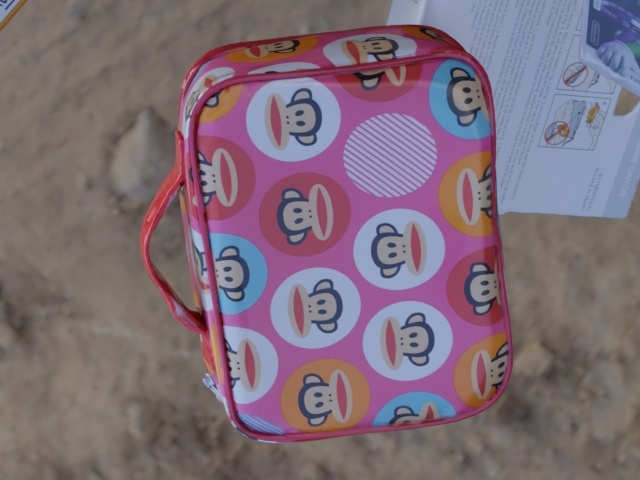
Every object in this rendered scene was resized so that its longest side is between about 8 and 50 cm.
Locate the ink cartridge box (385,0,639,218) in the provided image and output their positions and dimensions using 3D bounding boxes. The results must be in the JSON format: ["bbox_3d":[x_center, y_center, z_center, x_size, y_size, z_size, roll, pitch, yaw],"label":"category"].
[{"bbox_3d":[0.166,-0.150,1.541,0.060,0.239,0.275,53,135,52],"label":"ink cartridge box"}]

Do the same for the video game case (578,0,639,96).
[{"bbox_3d":[0.248,-0.141,1.304,0.173,0.022,0.190,34,155,23],"label":"video game case"}]

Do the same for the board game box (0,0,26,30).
[{"bbox_3d":[-0.262,-0.411,1.142,0.356,0.356,0.356,-45,49,18],"label":"board game box"}]

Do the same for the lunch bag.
[{"bbox_3d":[0.000,0.000,1.421,0.258,0.120,0.293,-7,110,-8],"label":"lunch bag"}]
